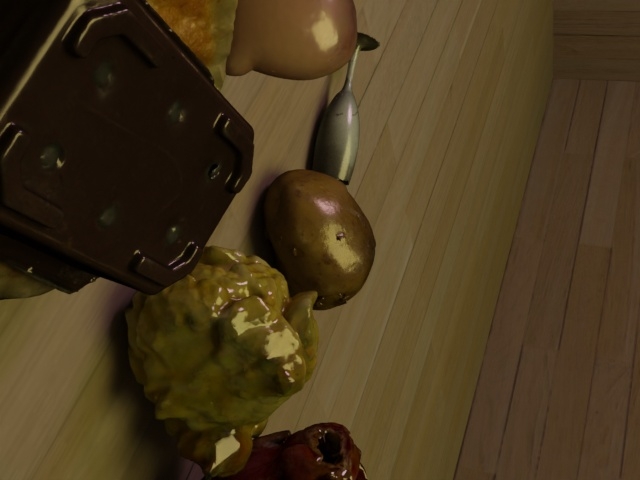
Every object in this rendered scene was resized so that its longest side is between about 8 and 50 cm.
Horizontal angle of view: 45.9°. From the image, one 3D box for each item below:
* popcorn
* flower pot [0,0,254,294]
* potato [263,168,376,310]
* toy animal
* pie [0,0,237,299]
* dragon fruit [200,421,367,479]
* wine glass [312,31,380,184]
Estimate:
[{"bbox_3d":[-0.095,0.109,0.677,0.168,0.173,0.195,11,117,-32],"label":"popcorn"},{"bbox_3d":[-0.122,-0.055,0.419,0.179,0.084,0.251,-60,154,-7],"label":"flower pot"},{"bbox_3d":[0.000,0.000,0.894,0.137,0.137,0.176,-62,147,-41],"label":"potato"},{"bbox_3d":[-0.029,-0.251,0.640,0.229,0.210,0.221,-34,128,-16],"label":"toy animal"},{"bbox_3d":[-0.167,-0.118,0.463,0.339,0.077,0.339,-42,147,-36],"label":"pie"},{"bbox_3d":[-0.049,0.328,0.737,0.250,0.250,0.315,-56,168,-47],"label":"dragon fruit"},{"bbox_3d":[0.032,-0.171,0.997,0.066,0.066,0.198,26,72,-66],"label":"wine glass"}]
